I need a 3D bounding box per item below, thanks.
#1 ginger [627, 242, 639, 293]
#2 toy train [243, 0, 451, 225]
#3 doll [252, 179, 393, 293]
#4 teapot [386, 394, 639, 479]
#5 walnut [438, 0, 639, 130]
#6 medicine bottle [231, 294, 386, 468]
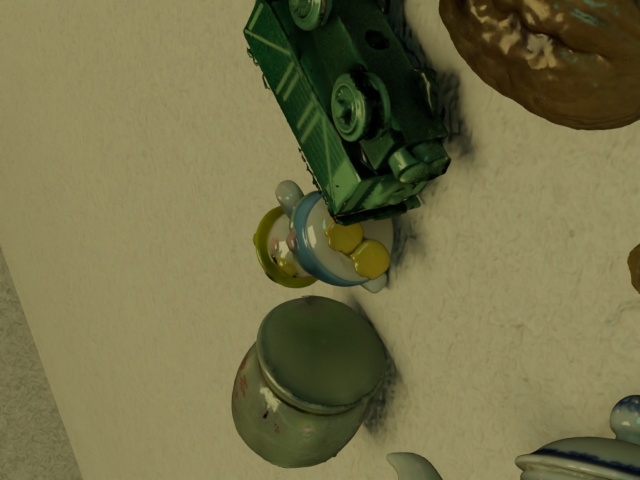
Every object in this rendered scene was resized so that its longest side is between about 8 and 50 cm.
[{"bbox_3d":[0.280,0.064,0.790,0.214,0.059,0.132,25,120,53],"label":"ginger"},{"bbox_3d":[0.024,-0.152,1.096,0.269,0.115,0.154,64,148,19],"label":"toy train"},{"bbox_3d":[0.000,0.001,1.231,0.241,0.135,0.098,-14,67,64],"label":"doll"},{"bbox_3d":[0.202,0.247,0.863,0.424,0.252,0.279,7,72,41],"label":"teapot"},{"bbox_3d":[0.173,-0.157,0.795,0.184,0.155,0.155,42,139,31],"label":"walnut"},{"bbox_3d":[-0.016,0.153,1.280,0.147,0.147,0.143,59,147,29],"label":"medicine bottle"}]
